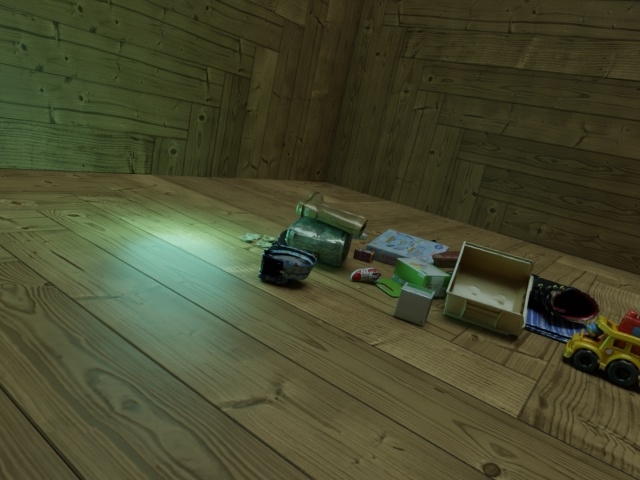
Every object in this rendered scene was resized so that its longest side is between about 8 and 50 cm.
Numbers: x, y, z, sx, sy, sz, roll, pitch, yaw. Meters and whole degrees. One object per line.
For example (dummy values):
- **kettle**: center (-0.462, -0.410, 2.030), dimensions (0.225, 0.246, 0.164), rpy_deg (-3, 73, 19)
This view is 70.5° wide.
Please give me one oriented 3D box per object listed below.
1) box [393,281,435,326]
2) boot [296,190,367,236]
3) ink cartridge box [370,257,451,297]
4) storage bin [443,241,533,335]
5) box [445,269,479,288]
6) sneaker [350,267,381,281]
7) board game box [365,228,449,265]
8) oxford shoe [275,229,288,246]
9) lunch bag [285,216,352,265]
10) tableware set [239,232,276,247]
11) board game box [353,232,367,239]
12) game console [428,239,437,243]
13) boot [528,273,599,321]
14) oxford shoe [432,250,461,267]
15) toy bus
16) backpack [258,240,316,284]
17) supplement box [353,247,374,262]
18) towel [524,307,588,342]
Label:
- **box**: center (0.300, 0.202, 1.447), dimensions (0.101, 0.102, 0.087), rpy_deg (18, 17, 19)
- **boot**: center (0.061, -0.105, 1.833), dimensions (0.269, 0.089, 0.236), rpy_deg (19, 27, 12)
- **ink cartridge box**: center (0.337, 0.141, 1.734), dimensions (0.255, 0.097, 0.189), rpy_deg (5, 16, -29)
- **storage bin**: center (0.585, 0.164, 1.559), dimensions (0.260, 0.123, 0.262), rpy_deg (17, 46, 19)
- **box**: center (0.587, 0.178, 1.755), dimensions (0.156, 0.093, 0.158), rpy_deg (-9, 22, -29)
- **sneaker**: center (0.175, 0.134, 1.704), dimensions (0.118, 0.042, 0.067), rpy_deg (-13, 23, -31)
- **board game box**: center (0.416, 0.052, 2.145), dimensions (0.318, 0.066, 0.319), rpy_deg (18, 22, 23)
- **oxford shoe**: center (-0.145, -0.011, 2.015), dimensions (0.076, 0.076, 0.212), rpy_deg (-23, 4, 31)
- **lunch bag**: center (0.000, 0.000, 1.856), dimensions (0.235, 0.169, 0.287), rpy_deg (16, 10, 10)
- **tableware set**: center (-0.267, -0.005, 1.952), dimensions (0.141, 0.020, 0.168), rpy_deg (13, 14, 4)
- **board game box**: center (0.180, -0.042, 2.461), dimensions (0.103, 0.026, 0.154), rpy_deg (8, 14, -18)
- **game console**: center (0.609, 0.058, 2.311), dimensions (0.124, 0.085, 0.144), rpy_deg (20, 17, 30)
- **boot**: center (0.836, 0.201, 1.749), dimensions (0.377, 0.138, 0.284), rpy_deg (21, 3, -4)
- **oxford shoe**: center (0.669, 0.132, 1.935), dimensions (0.397, 0.146, 0.140), rpy_deg (8, 12, 0)
- **toy bus**: center (0.867, 0.296, 1.341), dimensions (0.220, 0.211, 0.149), rpy_deg (19, 17, 31)
- **backpack**: center (-0.107, 0.084, 1.534), dimensions (0.173, 0.117, 0.158), rpy_deg (13, 14, 6)
- **supplement box**: center (0.194, 0.065, 2.016), dimensions (0.083, 0.043, 0.055), rpy_deg (15, 16, 13)
- **towel**: center (0.804, 0.291, 1.661), dimensions (0.336, 0.040, 0.243), rpy_deg (18, 14, 22)
